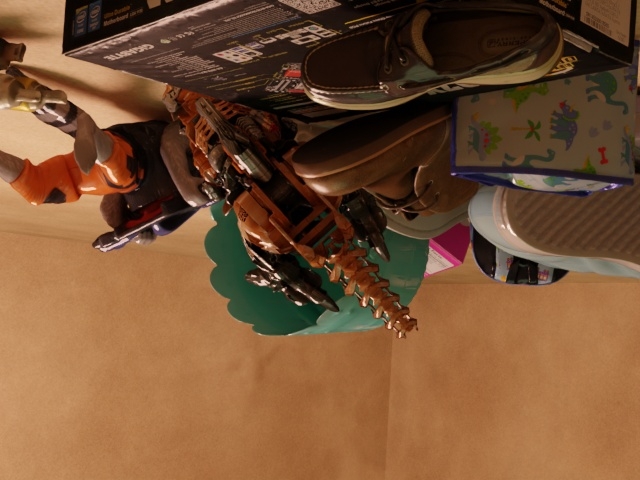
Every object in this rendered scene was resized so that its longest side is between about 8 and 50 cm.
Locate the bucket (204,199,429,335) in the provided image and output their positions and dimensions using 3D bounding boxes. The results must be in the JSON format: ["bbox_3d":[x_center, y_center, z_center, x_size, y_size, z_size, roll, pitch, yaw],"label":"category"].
[{"bbox_3d":[0.000,0.000,1.271,0.281,0.281,0.183,-2,173,41],"label":"bucket"}]

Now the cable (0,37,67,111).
[{"bbox_3d":[-0.389,-0.161,0.896,0.287,0.072,0.139,1,168,27],"label":"cable"}]

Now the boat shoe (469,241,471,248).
[{"bbox_3d":[0.294,-0.024,1.579,0.285,0.104,0.089,10,174,-41],"label":"boat shoe"}]

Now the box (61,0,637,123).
[{"bbox_3d":[0.012,-0.160,0.658,0.257,0.079,0.322,7,173,-44],"label":"box"}]

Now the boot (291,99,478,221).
[{"bbox_3d":[0.081,-0.066,0.837,0.112,0.115,0.305,-3,-168,31],"label":"boot"}]

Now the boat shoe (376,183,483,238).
[{"bbox_3d":[0.126,-0.065,1.137,0.091,0.114,0.303,10,-172,39],"label":"boat shoe"}]

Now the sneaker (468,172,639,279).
[{"bbox_3d":[0.340,-0.020,1.075,0.366,0.135,0.150,15,178,-18],"label":"sneaker"}]

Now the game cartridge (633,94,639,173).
[{"bbox_3d":[0.401,-0.101,1.054,0.230,0.068,0.355,4,175,38],"label":"game cartridge"}]

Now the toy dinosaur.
[{"bbox_3d":[-0.035,-0.028,0.866,0.164,0.321,0.218,-23,154,8],"label":"toy dinosaur"}]

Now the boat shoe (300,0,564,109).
[{"bbox_3d":[0.058,-0.111,0.528,0.152,0.056,0.049,-9,165,15],"label":"boat shoe"}]

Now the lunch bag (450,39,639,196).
[{"bbox_3d":[0.180,-0.108,0.786,0.151,0.128,0.096,5,173,-17],"label":"lunch bag"}]

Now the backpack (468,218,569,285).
[{"bbox_3d":[0.281,-0.022,1.300,0.158,0.173,0.117,2,173,4],"label":"backpack"}]

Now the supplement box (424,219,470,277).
[{"bbox_3d":[0.128,-0.008,1.461,0.114,0.111,0.220,37,146,-22],"label":"supplement box"}]

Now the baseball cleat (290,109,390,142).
[{"bbox_3d":[0.016,-0.122,1.022,0.206,0.072,0.109,7,-179,7],"label":"baseball cleat"}]

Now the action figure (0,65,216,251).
[{"bbox_3d":[-0.198,-0.107,1.091,0.341,0.178,0.330,-21,170,27],"label":"action figure"}]
